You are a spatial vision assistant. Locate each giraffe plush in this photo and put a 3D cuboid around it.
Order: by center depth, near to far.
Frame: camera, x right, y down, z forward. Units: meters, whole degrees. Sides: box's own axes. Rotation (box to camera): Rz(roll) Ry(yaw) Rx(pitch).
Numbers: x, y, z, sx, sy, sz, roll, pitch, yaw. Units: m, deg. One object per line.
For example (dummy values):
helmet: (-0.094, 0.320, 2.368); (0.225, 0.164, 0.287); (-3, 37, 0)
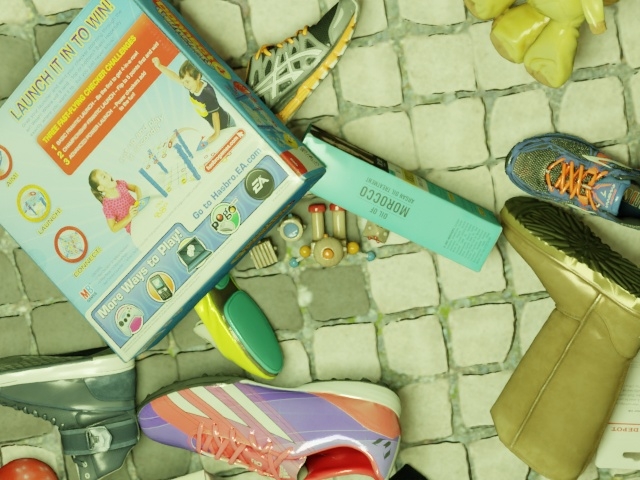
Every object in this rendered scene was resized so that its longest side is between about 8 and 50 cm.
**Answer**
giraffe plush: (0.280, -0.294, 1.363); (0.170, 0.210, 0.181); (-36, 88, -24)

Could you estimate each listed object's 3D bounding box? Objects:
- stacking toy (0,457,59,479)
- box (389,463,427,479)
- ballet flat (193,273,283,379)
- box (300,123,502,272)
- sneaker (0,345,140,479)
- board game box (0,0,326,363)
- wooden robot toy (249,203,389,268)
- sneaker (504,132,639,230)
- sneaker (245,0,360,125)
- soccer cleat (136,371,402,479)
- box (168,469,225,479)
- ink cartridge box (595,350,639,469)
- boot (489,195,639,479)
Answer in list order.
stacking toy: (-0.471, 0.366, 1.553); (0.330, 0.141, 0.141); (-25, 101, 0)
box: (0.093, 0.521, 1.477); (0.293, 0.212, 0.395); (35, 102, 14)
ballet flat: (-0.130, 0.072, 1.499); (0.077, 0.077, 0.231); (-26, 100, 29)
box: (0.083, -0.050, 1.443); (0.244, 0.100, 0.060); (26, 101, -4)
sneaker: (-0.329, 0.220, 1.524); (0.226, 0.086, 0.163); (-5, 100, 2)
board game box: (-0.205, -0.078, 1.396); (0.308, 0.086, 0.302); (-44, 85, 20)
wooden robot toy: (0.000, 0.000, 1.467); (0.173, 0.079, 0.076); (-5, 103, 3)
sneaker: (0.319, -0.065, 1.438); (0.221, 0.087, 0.083); (15, 102, -2)
sneaker: (-0.036, -0.196, 1.424); (0.083, 0.084, 0.215); (42, 102, -2)
soccer cleat: (-0.065, 0.227, 1.466); (0.318, 0.116, 0.109); (-1, 142, 8)
box: (-0.213, 0.374, 1.506); (0.232, 0.148, 0.127); (-17, 69, 6)
ink cartridge box: (0.379, 0.179, 1.506); (0.104, 0.060, 0.180); (2, 103, 1)
boot: (0.258, 0.117, 1.468); (0.236, 0.089, 0.269); (41, 126, 29)
